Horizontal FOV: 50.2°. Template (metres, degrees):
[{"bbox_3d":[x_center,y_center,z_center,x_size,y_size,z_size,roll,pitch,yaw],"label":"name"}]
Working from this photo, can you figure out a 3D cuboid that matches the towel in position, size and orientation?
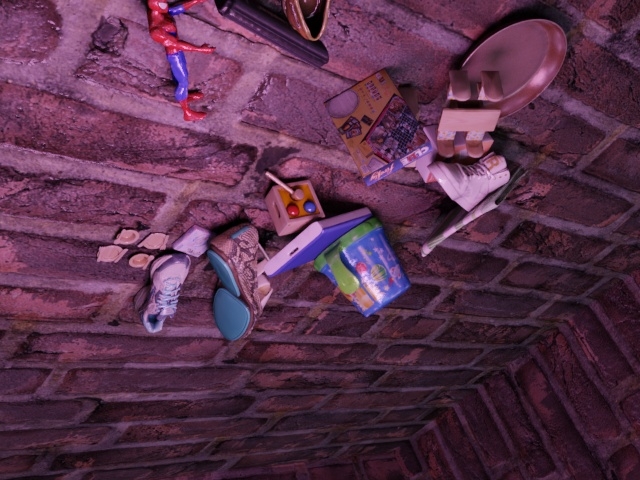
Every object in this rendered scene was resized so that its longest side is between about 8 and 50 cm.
[{"bbox_3d":[0.439,-0.084,1.980,0.248,0.038,0.325,-43,-177,-42],"label":"towel"}]

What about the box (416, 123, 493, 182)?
[{"bbox_3d":[0.353,-0.242,1.836,0.170,0.091,0.130,-12,146,-19],"label":"box"}]

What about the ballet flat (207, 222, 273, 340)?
[{"bbox_3d":[-0.214,0.119,1.950,0.182,0.164,0.483,-40,155,-27],"label":"ballet flat"}]

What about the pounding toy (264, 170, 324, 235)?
[{"bbox_3d":[-0.076,-0.102,1.739,0.130,0.141,0.100,-13,161,-30],"label":"pounding toy"}]

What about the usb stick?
[{"bbox_3d":[-0.089,-0.411,1.324,0.045,0.077,0.278,-38,146,30],"label":"usb stick"}]

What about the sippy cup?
[{"bbox_3d":[0.135,0.089,1.975,0.305,0.224,0.240,-30,169,-31],"label":"sippy cup"}]

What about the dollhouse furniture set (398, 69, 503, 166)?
[{"bbox_3d":[0.306,-0.272,1.630,0.241,0.161,0.212,0,148,-2],"label":"dollhouse furniture set"}]

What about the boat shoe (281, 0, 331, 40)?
[{"bbox_3d":[-0.015,-0.502,1.218,0.110,0.104,0.307,-19,148,-9],"label":"boat shoe"}]

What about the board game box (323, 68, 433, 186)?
[{"bbox_3d":[0.126,-0.256,1.529,0.165,0.243,0.042,-28,147,7],"label":"board game box"}]

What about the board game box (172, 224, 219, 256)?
[{"bbox_3d":[-0.330,0.002,1.813,0.090,0.020,0.090,-38,147,20],"label":"board game box"}]

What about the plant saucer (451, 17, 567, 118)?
[{"bbox_3d":[0.454,-0.423,1.682,0.310,0.050,0.311,-17,147,-11],"label":"plant saucer"}]

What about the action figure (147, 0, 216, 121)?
[{"bbox_3d":[-0.240,-0.360,1.295,0.139,0.092,0.280,-16,148,0],"label":"action figure"}]

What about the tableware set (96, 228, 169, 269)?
[{"bbox_3d":[-0.479,0.021,1.746,0.168,0.020,0.141,13,132,-43],"label":"tableware set"}]

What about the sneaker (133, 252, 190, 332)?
[{"bbox_3d":[-0.418,0.147,1.868,0.110,0.122,0.283,2,139,-35],"label":"sneaker"}]

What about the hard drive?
[{"bbox_3d":[0.000,0.000,1.870,0.210,0.040,0.318,-40,170,27],"label":"hard drive"}]

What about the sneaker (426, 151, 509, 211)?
[{"bbox_3d":[0.394,-0.181,1.775,0.169,0.108,0.292,-38,156,18],"label":"sneaker"}]
